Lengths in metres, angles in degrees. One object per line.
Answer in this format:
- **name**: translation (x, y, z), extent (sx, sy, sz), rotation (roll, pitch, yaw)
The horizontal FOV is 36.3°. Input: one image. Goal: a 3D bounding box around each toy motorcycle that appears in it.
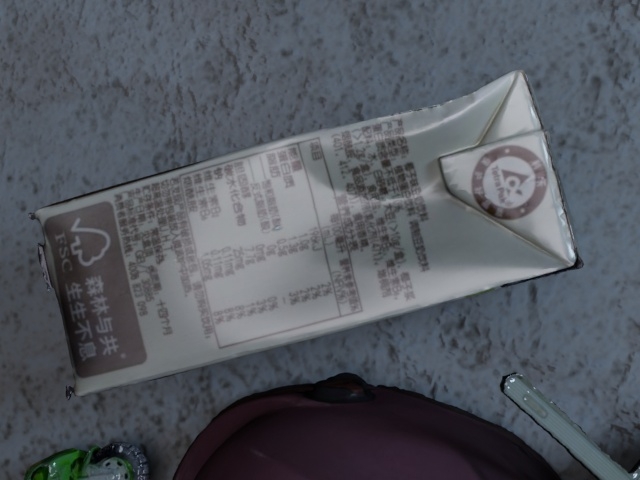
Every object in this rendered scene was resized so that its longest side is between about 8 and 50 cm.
- **toy motorcycle**: translation (-0.202, 0.236, 0.766), extent (0.106, 0.074, 0.190), rotation (24, 94, 22)

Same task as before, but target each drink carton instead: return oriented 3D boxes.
- **drink carton**: translation (-0.001, 0.000, 0.662), extent (0.324, 0.194, 0.132), rotation (-15, 86, 12)

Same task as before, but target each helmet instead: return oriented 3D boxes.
- **helmet**: translation (0.018, 0.239, 0.650), extent (0.338, 0.197, 0.271), rotation (12, 93, 13)

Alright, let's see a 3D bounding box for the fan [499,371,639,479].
- **fan**: translation (0.248, 0.176, 0.620), extent (0.223, 0.012, 0.295), rotation (-23, 98, -21)
